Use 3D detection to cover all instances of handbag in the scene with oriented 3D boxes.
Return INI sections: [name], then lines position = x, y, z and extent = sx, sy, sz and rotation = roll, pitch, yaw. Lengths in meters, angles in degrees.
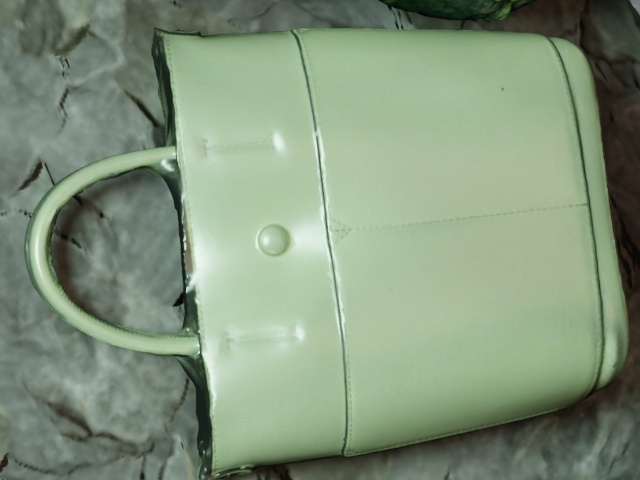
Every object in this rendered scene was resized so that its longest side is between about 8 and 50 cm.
[handbag]
position = 0.000, 0.000, 1.017
extent = 0.315, 0.109, 0.241
rotation = -6, 84, -10

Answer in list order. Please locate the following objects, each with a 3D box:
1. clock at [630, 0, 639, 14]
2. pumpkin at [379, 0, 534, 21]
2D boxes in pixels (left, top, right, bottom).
[clock]
position = 0.237, -0.180, 1.134
extent = 0.172, 0.064, 0.198
rotation = -7, 85, -24
[pumpkin]
position = 0.069, -0.223, 1.021
extent = 0.211, 0.152, 0.212
rotation = 5, 68, -14
